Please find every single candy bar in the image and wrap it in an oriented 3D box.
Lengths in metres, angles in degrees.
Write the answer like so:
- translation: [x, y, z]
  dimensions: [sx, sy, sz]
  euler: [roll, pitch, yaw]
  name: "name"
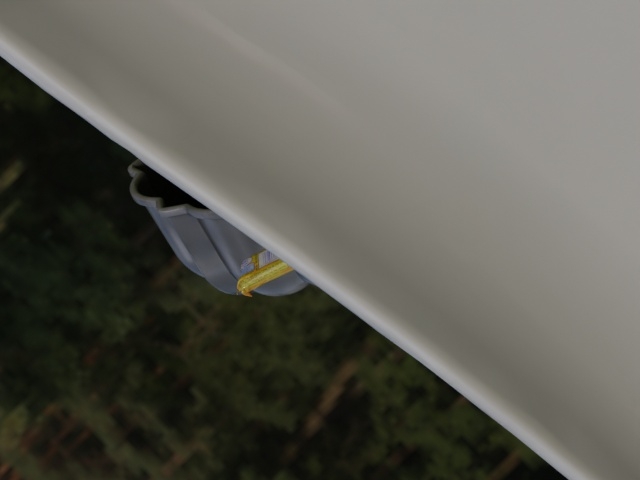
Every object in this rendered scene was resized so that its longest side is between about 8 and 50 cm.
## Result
- translation: [0.000, 0.000, 1.381]
  dimensions: [0.018, 0.161, 0.040]
  euler: [52, -159, -33]
  name: "candy bar"

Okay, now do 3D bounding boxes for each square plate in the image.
- translation: [0.137, -0.097, 0.435]
  dimensions: [0.347, 0.344, 0.049]
  euler: [39, -176, -32]
  name: "square plate"

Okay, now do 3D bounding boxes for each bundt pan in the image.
- translation: [-0.001, -0.057, 1.578]
  dimensions: [0.331, 0.331, 0.124]
  euler: [-130, 19, -64]
  name: "bundt pan"
